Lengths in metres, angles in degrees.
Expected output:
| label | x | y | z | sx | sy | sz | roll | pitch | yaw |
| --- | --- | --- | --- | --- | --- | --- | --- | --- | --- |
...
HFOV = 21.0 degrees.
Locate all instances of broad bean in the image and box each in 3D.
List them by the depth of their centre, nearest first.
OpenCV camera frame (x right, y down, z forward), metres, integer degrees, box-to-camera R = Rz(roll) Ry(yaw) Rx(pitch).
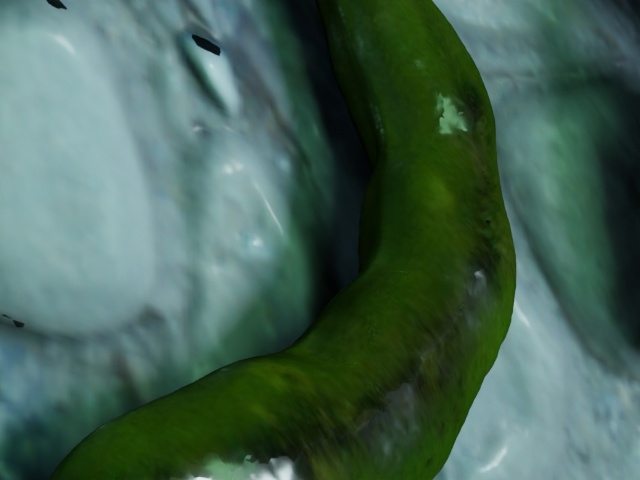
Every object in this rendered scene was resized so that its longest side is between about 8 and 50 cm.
| label | x | y | z | sx | sy | sz | roll | pitch | yaw |
| --- | --- | --- | --- | --- | --- | --- | --- | --- | --- |
| broad bean | 0.000 | 0.000 | 0.515 | 0.144 | 0.049 | 0.292 | 32 | 43 | -24 |
